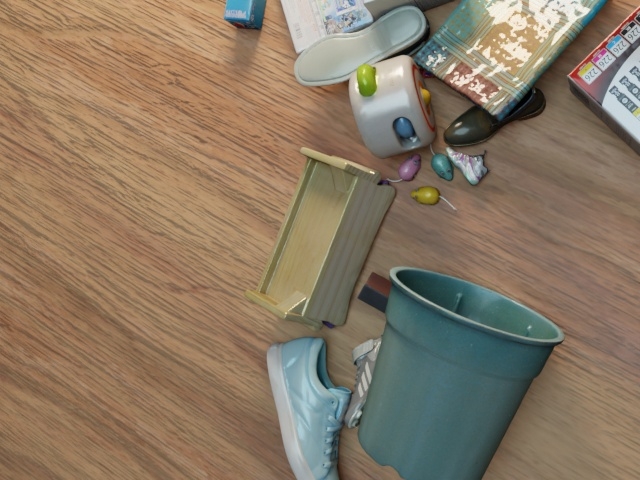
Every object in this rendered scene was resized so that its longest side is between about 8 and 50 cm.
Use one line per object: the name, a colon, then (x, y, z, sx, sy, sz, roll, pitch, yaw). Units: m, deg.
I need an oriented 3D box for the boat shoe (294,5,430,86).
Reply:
boat shoe: (0.092, -0.399, 1.820, 0.302, 0.091, 0.114, -16, 81, 17)

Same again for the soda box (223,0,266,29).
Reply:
soda box: (-0.160, -0.592, 1.935, 0.067, 0.071, 0.210, 10, 90, 21)

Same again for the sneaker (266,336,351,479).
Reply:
sneaker: (0.002, 0.376, 1.779, 0.150, 0.135, 0.366, -19, 84, 15)

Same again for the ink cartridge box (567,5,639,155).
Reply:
ink cartridge box: (0.673, -0.315, 1.588, 0.309, 0.130, 0.272, -45, 75, 11)

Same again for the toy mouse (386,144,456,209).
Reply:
toy mouse: (0.220, -0.149, 1.789, 0.161, 0.031, 0.143, 12, 90, 20)

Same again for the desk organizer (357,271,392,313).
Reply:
desk organizer: (0.149, 0.123, 1.785, 0.130, 0.050, 0.047, 29, 130, 4)

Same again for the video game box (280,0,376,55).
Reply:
video game box: (0.009, -0.535, 1.884, 0.187, 0.048, 0.205, -19, 80, 19)

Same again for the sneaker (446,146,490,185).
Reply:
sneaker: (0.311, -0.169, 1.759, 0.069, 0.038, 0.098, -40, 79, 8)

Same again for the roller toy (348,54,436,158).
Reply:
roller toy: (0.155, -0.273, 1.739, 0.146, 0.209, 0.191, -15, 94, 17)

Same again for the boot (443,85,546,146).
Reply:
boot: (0.341, -0.259, 1.711, 0.219, 0.106, 0.082, -24, 77, 14)

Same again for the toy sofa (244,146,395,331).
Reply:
toy sofa: (0.000, 0.000, 1.814, 0.150, 0.177, 0.363, 25, 95, 44)

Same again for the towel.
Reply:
towel: (0.386, -0.440, 1.685, 0.370, 0.040, 0.271, -49, 52, 5)

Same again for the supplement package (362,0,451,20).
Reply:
supplement package: (0.180, -0.588, 1.772, 0.203, 0.149, 0.194, -16, 81, 17)

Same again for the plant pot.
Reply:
plant pot: (0.241, 0.267, 1.615, 0.341, 0.341, 0.334, 22, 102, 20)

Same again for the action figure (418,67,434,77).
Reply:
action figure: (0.252, -0.364, 1.796, 0.115, 0.030, 0.038, -2, 90, 21)

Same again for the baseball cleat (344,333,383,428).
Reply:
baseball cleat: (0.093, 0.290, 1.772, 0.109, 0.072, 0.206, 29, 69, 28)
